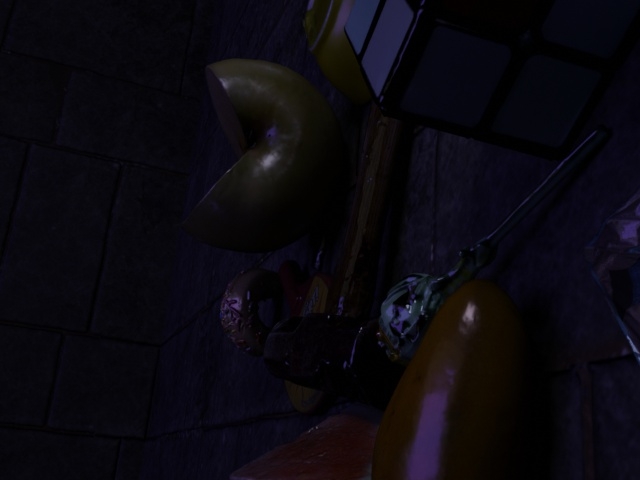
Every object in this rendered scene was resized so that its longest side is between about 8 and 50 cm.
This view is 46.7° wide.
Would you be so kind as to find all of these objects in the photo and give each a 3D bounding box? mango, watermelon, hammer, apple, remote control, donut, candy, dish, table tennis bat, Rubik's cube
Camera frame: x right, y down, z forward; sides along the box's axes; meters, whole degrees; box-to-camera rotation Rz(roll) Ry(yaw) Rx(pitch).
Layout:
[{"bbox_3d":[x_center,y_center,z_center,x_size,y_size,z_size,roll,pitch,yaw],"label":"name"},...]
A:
[{"bbox_3d":[0.108,0.155,0.604,0.138,0.113,0.253,168,115,-70],"label":"mango"},{"bbox_3d":[0.003,0.282,0.757,0.260,0.176,0.255,-3,61,50],"label":"watermelon"},{"bbox_3d":[0.059,-0.006,0.912,0.242,0.095,0.408,-13,59,62],"label":"hammer"},{"bbox_3d":[-0.084,-0.122,1.162,0.258,0.234,0.294,113,165,-76],"label":"apple"},{"bbox_3d":[0.000,0.000,1.180,0.039,0.014,0.096,-148,70,-70],"label":"remote control"},{"bbox_3d":[-0.122,0.119,1.336,0.065,0.108,0.165,-13,58,43],"label":"donut"},{"bbox_3d":[0.149,0.014,0.664,0.305,0.083,0.091,-52,29,37],"label":"candy"},{"bbox_3d":[0.042,-0.343,1.120,0.262,0.109,0.221,-101,30,-50],"label":"dish"},{"bbox_3d":[-0.017,0.129,1.125,0.310,0.038,0.200,-115,41,-56],"label":"table tennis bat"},{"bbox_3d":[0.141,-0.197,0.622,0.167,0.184,0.180,-105,34,-51],"label":"Rubik's cube"}]

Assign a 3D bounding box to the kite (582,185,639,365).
[{"bbox_3d":[0.259,0.007,0.407,0.368,0.014,0.405,-178,99,-72],"label":"kite"}]
